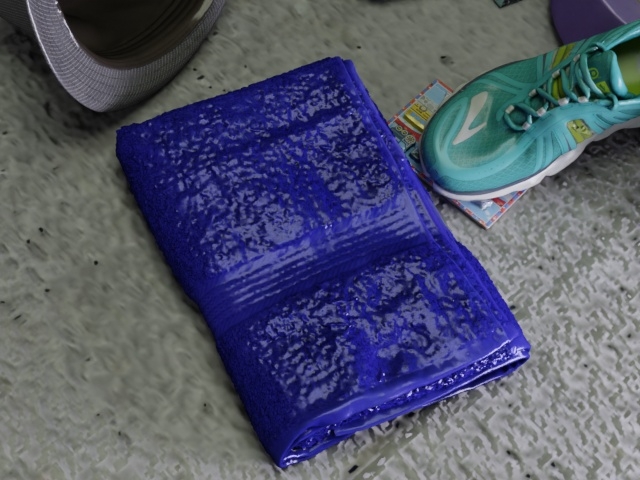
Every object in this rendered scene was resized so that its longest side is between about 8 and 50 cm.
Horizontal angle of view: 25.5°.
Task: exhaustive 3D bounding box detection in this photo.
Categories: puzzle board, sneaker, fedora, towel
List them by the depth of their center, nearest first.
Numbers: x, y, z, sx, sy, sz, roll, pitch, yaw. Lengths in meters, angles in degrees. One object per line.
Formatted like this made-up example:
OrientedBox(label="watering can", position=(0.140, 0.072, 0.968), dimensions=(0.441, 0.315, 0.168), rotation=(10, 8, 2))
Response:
OrientedBox(label="towel", position=(0.000, 0.000, 1.095), dimensions=(0.227, 0.076, 0.308), rotation=(-20, 64, -24))
OrientedBox(label="sneaker", position=(0.205, -0.123, 1.153), dimensions=(0.275, 0.110, 0.107), rotation=(-26, 82, -1))
OrientedBox(label="fedora", position=(-0.185, -0.244, 1.154), dimensions=(0.124, 0.244, 0.275), rotation=(13, 54, 33))
OrientedBox(label="puzzle board", position=(0.121, -0.077, 1.209), dimensions=(0.128, 0.011, 0.096), rotation=(39, 59, 13))

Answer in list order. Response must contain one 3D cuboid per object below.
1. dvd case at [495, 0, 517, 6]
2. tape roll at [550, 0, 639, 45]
OrientedBox(label="dvd case", position=(0.195, -0.272, 1.348), dimensions=(0.119, 0.013, 0.087), rotation=(-23, 65, -25))
OrientedBox(label="tape roll", position=(0.312, -0.224, 1.293), dimensions=(0.189, 0.080, 0.189), rotation=(7, 61, -12))
